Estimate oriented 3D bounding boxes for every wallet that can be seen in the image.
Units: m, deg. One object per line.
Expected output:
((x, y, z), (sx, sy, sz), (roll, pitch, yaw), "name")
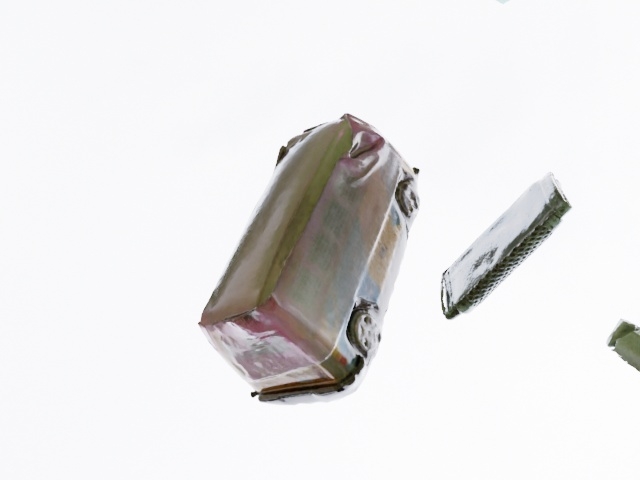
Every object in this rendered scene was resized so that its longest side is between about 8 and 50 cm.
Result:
((0.392, 0.017, 1.634), (0.342, 0.075, 0.237), (-47, -173, 21), "wallet")

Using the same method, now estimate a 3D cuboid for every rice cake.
((0.648, 0.256, 1.337), (0.336, 0.063, 0.066), (40, -67, 29), "rice cake")

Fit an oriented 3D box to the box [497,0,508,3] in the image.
((0.135, -0.373, 0.804), (0.041, 0.162, 0.229), (-24, -107, 39), "box")

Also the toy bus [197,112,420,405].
((0.000, 0.000, 0.969), (0.171, 0.162, 0.386), (-13, -141, 36), "toy bus")
